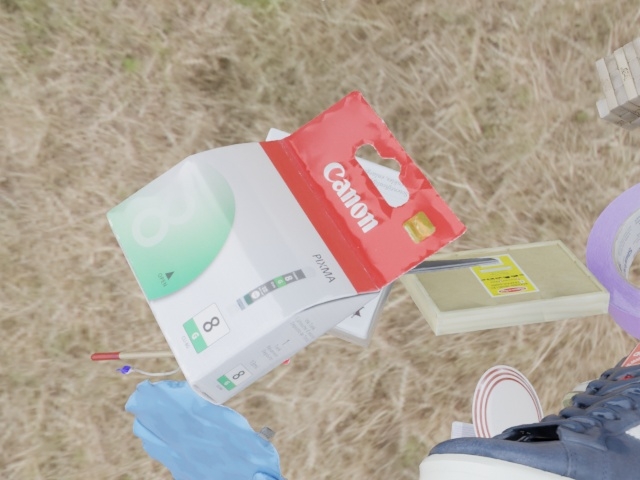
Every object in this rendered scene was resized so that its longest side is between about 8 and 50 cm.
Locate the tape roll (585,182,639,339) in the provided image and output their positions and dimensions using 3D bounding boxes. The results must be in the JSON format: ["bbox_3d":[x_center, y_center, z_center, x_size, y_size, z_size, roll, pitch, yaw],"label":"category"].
[{"bbox_3d":[0.560,0.027,1.724,0.275,0.090,0.274,-17,50,22],"label":"tape roll"}]

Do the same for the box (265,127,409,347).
[{"bbox_3d":[0.000,0.000,1.212,0.181,0.119,0.181,21,82,7],"label":"box"}]

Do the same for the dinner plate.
[{"bbox_3d":[0.239,0.226,1.392,0.017,0.141,0.141,-3,85,-28],"label":"dinner plate"}]

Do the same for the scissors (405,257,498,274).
[{"bbox_3d":[0.081,0.044,1.407,0.297,0.109,0.021,4,116,2],"label":"scissors"}]

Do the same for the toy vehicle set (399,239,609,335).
[{"bbox_3d":[0.269,0.066,1.645,0.267,0.166,0.035,-6,120,-13],"label":"toy vehicle set"}]

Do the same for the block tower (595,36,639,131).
[{"bbox_3d":[0.552,-0.278,1.586,0.335,0.091,0.097,-30,58,38],"label":"block tower"}]

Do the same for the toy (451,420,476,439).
[{"bbox_3d":[0.248,0.403,1.668,0.137,0.056,0.237,10,68,-7],"label":"toy"}]

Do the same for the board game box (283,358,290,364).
[{"bbox_3d":[-0.140,0.130,1.967,0.260,0.039,0.124,14,90,38],"label":"board game box"}]

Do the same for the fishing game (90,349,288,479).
[{"bbox_3d":[-0.111,0.200,1.113,0.189,0.041,0.264,-8,123,41],"label":"fishing game"}]

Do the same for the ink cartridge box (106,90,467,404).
[{"bbox_3d":[-0.032,-0.012,0.835,0.225,0.056,0.181,-36,54,4],"label":"ink cartridge box"}]

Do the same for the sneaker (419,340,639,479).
[{"bbox_3d":[0.205,0.118,0.721,0.131,0.350,0.148,-11,72,51],"label":"sneaker"}]

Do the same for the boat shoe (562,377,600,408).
[{"bbox_3d":[0.464,0.214,1.470,0.302,0.113,0.103,-2,46,51],"label":"boat shoe"}]
